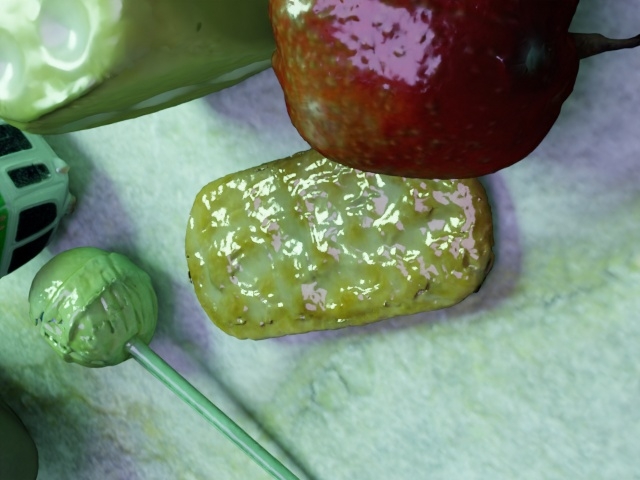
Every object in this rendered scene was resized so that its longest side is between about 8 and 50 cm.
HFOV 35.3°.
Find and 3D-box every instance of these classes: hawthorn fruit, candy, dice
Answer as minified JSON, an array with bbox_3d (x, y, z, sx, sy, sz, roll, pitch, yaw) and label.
[{"bbox_3d":[0.070,-0.107,0.501,0.194,0.157,0.157,7,109,16],"label":"hawthorn fruit"},{"bbox_3d":[-0.080,0.125,0.729,0.335,0.092,0.093,40,112,11],"label":"candy"},{"bbox_3d":[-0.118,-0.165,0.599,0.166,0.169,0.169,-17,93,39],"label":"dice"}]

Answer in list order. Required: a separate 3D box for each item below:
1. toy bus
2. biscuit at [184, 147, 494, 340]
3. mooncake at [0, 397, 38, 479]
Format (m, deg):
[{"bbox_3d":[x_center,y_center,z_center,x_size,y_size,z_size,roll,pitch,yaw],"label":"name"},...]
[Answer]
[{"bbox_3d":[-0.327,-0.086,0.784,0.276,0.164,0.134,50,141,14],"label":"toy bus"},{"bbox_3d":[0.000,0.000,0.651,0.247,0.029,0.118,-13,95,38],"label":"biscuit"},{"bbox_3d":[-0.352,0.144,0.834,0.275,0.135,0.275,36,162,13],"label":"mooncake"}]
